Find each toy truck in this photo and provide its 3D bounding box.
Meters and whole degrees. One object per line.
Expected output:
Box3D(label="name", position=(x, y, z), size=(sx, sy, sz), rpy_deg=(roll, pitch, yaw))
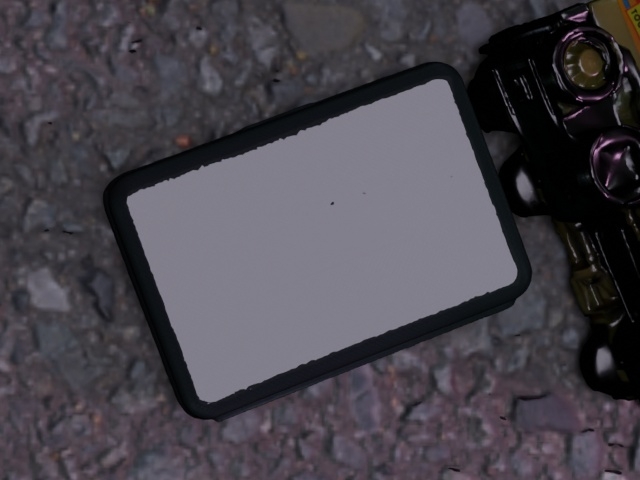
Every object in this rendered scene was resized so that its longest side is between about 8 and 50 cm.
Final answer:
Box3D(label="toy truck", position=(0.194, -0.021, 1.129), size=(0.127, 0.127, 0.257), rpy_deg=(-22, 94, -22))

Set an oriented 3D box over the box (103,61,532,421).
Box3D(label="box", position=(0.000, 0.000, 1.133), size=(0.230, 0.050, 0.160), rpy_deg=(-21, 92, -8))
